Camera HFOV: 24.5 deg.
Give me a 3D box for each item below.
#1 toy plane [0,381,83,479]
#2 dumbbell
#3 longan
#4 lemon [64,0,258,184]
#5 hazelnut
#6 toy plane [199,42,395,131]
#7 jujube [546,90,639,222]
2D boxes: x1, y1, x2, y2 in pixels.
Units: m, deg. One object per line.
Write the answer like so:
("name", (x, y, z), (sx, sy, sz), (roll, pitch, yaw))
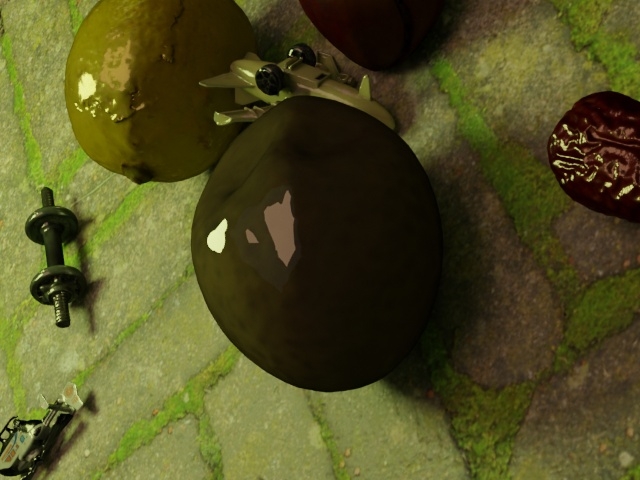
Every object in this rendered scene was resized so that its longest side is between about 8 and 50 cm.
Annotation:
("toy plane", (-0.391, 0.269, 2.032), (0.197, 0.053, 0.078), (-52, 49, 16))
("dumbbell", (-0.384, 0.022, 2.126), (0.081, 0.082, 0.254), (-39, 46, 27))
("longan", (0.000, 0.000, 1.588), (0.288, 0.288, 0.350), (-41, 34, 26))
("lemon", (-0.208, -0.216, 1.933), (0.260, 0.260, 0.284), (25, 92, 50))
("hazelnut", (0.061, -0.300, 1.754), (0.208, 0.208, 0.208), (-24, 54, 38))
("toy plane", (-0.017, -0.179, 1.791), (0.244, 0.229, 0.092), (17, 124, 27))
("jujube", (0.299, -0.076, 1.418), (0.176, 0.109, 0.112), (33, 129, 47))
